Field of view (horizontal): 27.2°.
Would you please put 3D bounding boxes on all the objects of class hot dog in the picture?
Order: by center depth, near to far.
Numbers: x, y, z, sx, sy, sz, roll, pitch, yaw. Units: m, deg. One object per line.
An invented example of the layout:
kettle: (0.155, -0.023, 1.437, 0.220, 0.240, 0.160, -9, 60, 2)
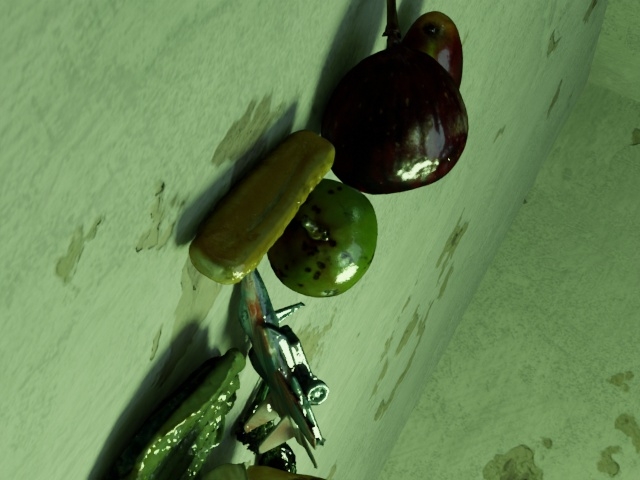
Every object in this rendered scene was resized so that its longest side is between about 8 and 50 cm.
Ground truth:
hot dog: (-0.064, -0.041, 1.556, 0.286, 0.088, 0.061, -46, 163, -45)

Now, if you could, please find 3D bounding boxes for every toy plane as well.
toy plane: (-0.057, 0.154, 1.796, 0.104, 0.223, 0.326, -17, 125, -19)

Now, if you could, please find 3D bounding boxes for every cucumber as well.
cucumber: (-0.078, 0.440, 2.345, 0.081, 0.072, 0.303, -52, 161, -40)

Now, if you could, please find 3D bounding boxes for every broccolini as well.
broccolini: (-0.070, 0.236, 2.053, 0.201, 0.058, 0.074, -63, 173, -3)

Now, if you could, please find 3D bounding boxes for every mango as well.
mango: (0.145, -0.219, 1.964, 0.133, 0.111, 0.267, -65, 177, -55)

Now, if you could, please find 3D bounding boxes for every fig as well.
fig: (0.099, -0.185, 1.725, 0.204, 0.186, 0.249, -33, 142, -32)

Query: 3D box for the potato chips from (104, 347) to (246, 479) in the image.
potato chips: (-0.208, 0.324, 1.682, 0.429, 0.070, 0.358, -56, 165, -32)

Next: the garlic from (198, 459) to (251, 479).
garlic: (-0.127, 0.411, 1.728, 0.178, 0.143, 0.229, 174, -101, -86)

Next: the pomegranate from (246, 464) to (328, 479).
pomegranate: (-0.070, 0.500, 1.967, 0.332, 0.333, 0.332, -58, 164, -26)

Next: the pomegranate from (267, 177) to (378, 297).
pomegranate: (-0.011, 0.000, 1.748, 0.156, 0.156, 0.220, -61, -163, -17)
